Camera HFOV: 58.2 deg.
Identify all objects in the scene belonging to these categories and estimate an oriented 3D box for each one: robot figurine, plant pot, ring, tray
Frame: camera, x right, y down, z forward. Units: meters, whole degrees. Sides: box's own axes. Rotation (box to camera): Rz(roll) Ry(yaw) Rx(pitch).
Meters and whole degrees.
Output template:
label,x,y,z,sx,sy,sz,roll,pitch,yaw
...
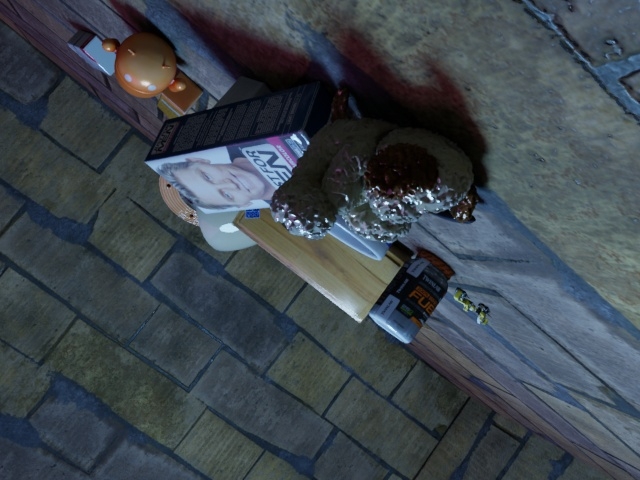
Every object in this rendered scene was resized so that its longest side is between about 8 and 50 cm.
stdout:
label,x,y,z,sx,sy,sz,roll,pitch,yaw
robot figurine,-0.386,-0.381,1.257,0.158,0.128,0.219,66,163,-16
plant pot,-0.191,-0.108,1.611,0.190,0.284,0.284,1,157,21
ring,-0.346,-0.169,1.848,0.336,0.336,0.032,43,-151,-34
tray,0.000,0.000,1.431,0.410,0.203,0.076,38,-158,2

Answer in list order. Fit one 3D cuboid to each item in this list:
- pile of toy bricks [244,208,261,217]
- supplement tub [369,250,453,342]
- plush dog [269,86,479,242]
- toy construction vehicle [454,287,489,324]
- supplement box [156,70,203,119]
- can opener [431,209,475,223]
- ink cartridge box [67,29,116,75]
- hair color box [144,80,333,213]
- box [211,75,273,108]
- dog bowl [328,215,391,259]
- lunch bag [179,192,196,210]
label,x,y,z,sx,sy,sz,roll,pitch,yaw
pile of toy bricks,-0.091,-0.102,1.325,0.212,0.118,0.105,-3,-160,-14
supplement tub,0.206,0.124,1.292,0.117,0.190,0.117,36,173,5
plush dog,0.094,-0.092,0.758,0.225,0.211,0.262,13,-174,39
toy construction vehicle,0.363,0.164,1.390,0.085,0.035,0.098,33,171,34
supplement box,-0.364,-0.361,1.469,0.080,0.078,0.233,40,171,-16
can opener,0.175,-0.063,0.902,0.186,0.073,0.059,16,119,62
ink cartridge box,-0.684,-0.571,1.743,0.150,0.063,0.109,31,170,43
hair color box,-0.111,-0.142,0.977,0.347,0.105,0.174,-3,147,36
box,-0.130,-0.231,1.072,0.087,0.102,0.101,32,170,46
dog bowl,0.036,-0.075,1.135,0.264,0.104,0.265,34,177,2
lunch bag,-0.410,-0.225,2.036,0.305,0.212,0.256,30,159,52
